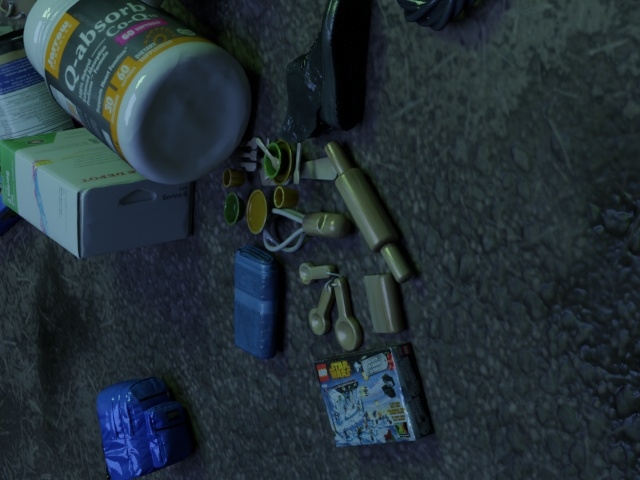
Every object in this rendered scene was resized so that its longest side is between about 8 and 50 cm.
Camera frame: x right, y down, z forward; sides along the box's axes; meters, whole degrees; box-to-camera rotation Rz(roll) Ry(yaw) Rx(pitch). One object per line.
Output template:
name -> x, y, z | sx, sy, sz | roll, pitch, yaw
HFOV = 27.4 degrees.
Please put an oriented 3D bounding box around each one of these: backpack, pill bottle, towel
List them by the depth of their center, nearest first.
towel -> -0.069, 0.069, 1.458 | 0.067, 0.029, 0.119 | 26, 120, 48
pill bottle -> -0.212, -0.187, 1.462 | 0.278, 0.162, 0.162 | 37, 129, 42
backpack -> -0.222, 0.233, 1.669 | 0.101, 0.098, 0.120 | -17, 86, 26
pill bottle -> -0.373, -0.162, 1.711 | 0.123, 0.123, 0.219 | 5, 117, 54

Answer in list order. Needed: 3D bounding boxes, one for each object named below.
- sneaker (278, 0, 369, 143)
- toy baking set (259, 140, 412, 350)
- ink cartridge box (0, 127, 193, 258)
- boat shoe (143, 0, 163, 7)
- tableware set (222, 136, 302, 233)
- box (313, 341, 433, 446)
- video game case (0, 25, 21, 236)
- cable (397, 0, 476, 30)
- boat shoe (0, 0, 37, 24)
sneaker -> -0.001, -0.169, 1.269 | 0.089, 0.051, 0.170 | 25, 124, 43
toy baking set -> 0.004, -0.002, 1.333 | 0.197, 0.030, 0.256 | -47, 62, 50
ink cartridge box -> -0.273, -0.064, 1.590 | 0.212, 0.154, 0.093 | 26, 121, 47
boat shoe -> -0.233, -0.405, 1.465 | 0.113, 0.127, 0.340 | -40, 55, 16
tableware set -> -0.066, -0.058, 1.388 | 0.154, 0.024, 0.104 | 10, 96, 60
box -> 0.051, 0.156, 1.320 | 0.137, 0.027, 0.094 | -17, 88, 55
video game case -> -0.495, -0.151, 1.953 | 0.269, 0.061, 0.244 | -30, 77, 53
cable -> 0.091, -0.276, 1.123 | 0.150, 0.047, 0.184 | -42, 69, 57
boat shoe -> -0.348, -0.314, 1.597 | 0.123, 0.116, 0.324 | 20, 136, 58
